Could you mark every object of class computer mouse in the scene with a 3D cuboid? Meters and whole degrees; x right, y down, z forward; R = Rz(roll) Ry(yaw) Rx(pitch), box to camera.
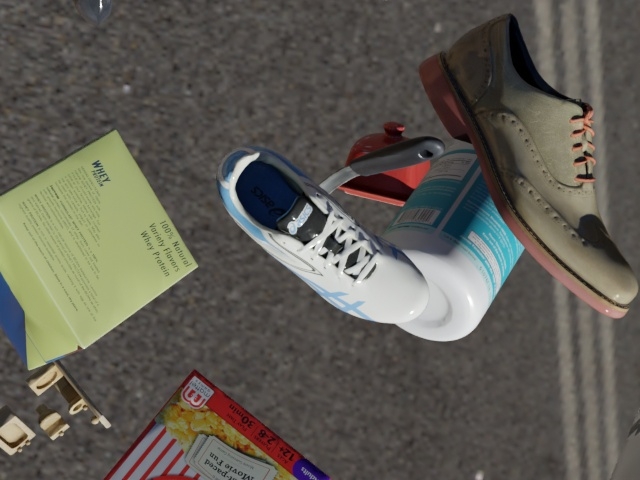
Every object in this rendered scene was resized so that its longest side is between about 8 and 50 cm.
[{"bbox_3d":[-0.310,-0.406,1.863,0.041,0.071,0.242,-10,109,-29],"label":"computer mouse"}]

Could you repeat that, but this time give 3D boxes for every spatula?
[{"bbox_3d":[0.021,-0.061,1.448,0.084,0.296,0.030,31,57,-29],"label":"spatula"}]

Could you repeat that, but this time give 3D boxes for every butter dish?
[{"bbox_3d":[0.110,-0.131,2.229,0.160,0.160,0.118,-34,135,-65],"label":"butter dish"}]

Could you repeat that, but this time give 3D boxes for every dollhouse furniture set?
[{"bbox_3d":[-0.408,0.287,2.122,0.151,0.123,0.144,-40,160,-11],"label":"dollhouse furniture set"}]

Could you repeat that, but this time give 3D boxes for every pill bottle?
[{"bbox_3d":[0.170,-0.018,1.632,0.264,0.146,0.146,-52,144,-37],"label":"pill bottle"}]

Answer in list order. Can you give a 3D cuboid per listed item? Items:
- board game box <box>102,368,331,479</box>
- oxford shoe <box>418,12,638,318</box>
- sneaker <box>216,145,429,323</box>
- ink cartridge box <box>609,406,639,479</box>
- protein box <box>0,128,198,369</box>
[{"bbox_3d":[-0.104,0.221,1.113,0.193,0.146,0.045,-52,179,-32],"label":"board game box"},{"bbox_3d":[0.240,-0.082,1.463,0.130,0.348,0.123,-38,167,22],"label":"oxford shoe"},{"bbox_3d":[0.000,0.000,1.304,0.085,0.237,0.086,-53,-178,1],"label":"sneaker"},{"bbox_3d":[0.376,0.183,1.136,0.129,0.223,0.307,-51,178,38],"label":"ink cartridge box"},{"bbox_3d":[-0.296,0.010,1.671,0.201,0.136,0.200,-38,101,-42],"label":"protein box"}]
